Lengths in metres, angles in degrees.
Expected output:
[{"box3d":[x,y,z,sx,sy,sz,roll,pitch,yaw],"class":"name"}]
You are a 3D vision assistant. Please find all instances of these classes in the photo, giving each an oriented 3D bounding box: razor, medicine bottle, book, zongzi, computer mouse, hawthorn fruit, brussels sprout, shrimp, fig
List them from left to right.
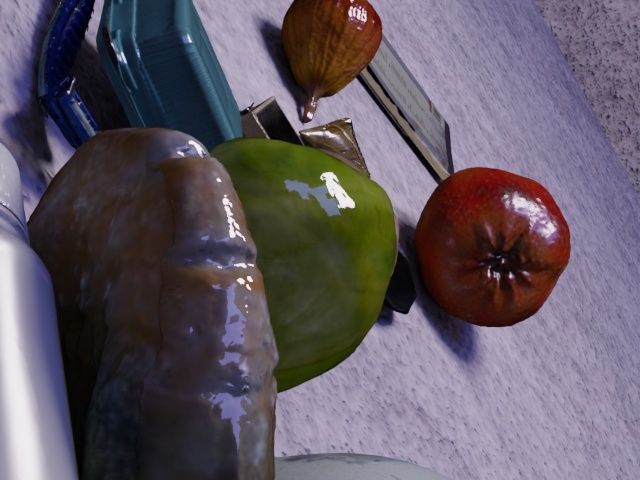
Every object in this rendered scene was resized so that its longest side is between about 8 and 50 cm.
[{"box3d":[-0.198,0.072,0.721,0.143,0.143,0.258,33,34,-50],"class":"medicine bottle"},{"box3d":[-0.196,-0.165,1.157,0.324,0.056,0.093,-98,166,-50],"class":"razor"},{"box3d":[-0.109,0.153,0.770,0.110,0.221,0.445,13,67,-44],"class":"shrimp"},{"box3d":[-0.051,0.018,1.018,0.223,0.223,0.161,19,41,-60],"class":"brussels sprout"},{"box3d":[0.015,-0.089,1.560,0.083,0.040,0.076,-21,88,-57],"class":"zongzi"},{"box3d":[0.018,-0.208,1.607,0.119,0.119,0.153,30,38,-53],"class":"fig"},{"box3d":[0.054,0.019,1.470,0.099,0.057,0.172,57,-6,36],"class":"computer mouse"},{"box3d":[0.103,-0.194,1.911,0.231,0.026,0.157,51,20,-25],"class":"book"},{"box3d":[0.188,-0.001,1.670,0.179,0.179,0.200,52,2,-20],"class":"hawthorn fruit"}]

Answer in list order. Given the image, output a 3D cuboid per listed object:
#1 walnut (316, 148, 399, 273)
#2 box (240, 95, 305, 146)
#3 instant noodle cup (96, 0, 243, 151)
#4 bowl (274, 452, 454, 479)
[{"box3d":[-0.001,0.001,1.269,0.140,0.140,0.162,29,29,-54],"class":"walnut"},{"box3d":[-0.049,-0.095,1.417,0.083,0.035,0.079,58,21,-8],"class":"box"},{"box3d":[-0.116,-0.124,1.186,0.157,0.070,0.179,-99,167,-59],"class":"instant noodle cup"},{"box3d":[0.092,0.305,1.003,0.435,0.196,0.434,49,24,-30],"class":"bowl"}]
